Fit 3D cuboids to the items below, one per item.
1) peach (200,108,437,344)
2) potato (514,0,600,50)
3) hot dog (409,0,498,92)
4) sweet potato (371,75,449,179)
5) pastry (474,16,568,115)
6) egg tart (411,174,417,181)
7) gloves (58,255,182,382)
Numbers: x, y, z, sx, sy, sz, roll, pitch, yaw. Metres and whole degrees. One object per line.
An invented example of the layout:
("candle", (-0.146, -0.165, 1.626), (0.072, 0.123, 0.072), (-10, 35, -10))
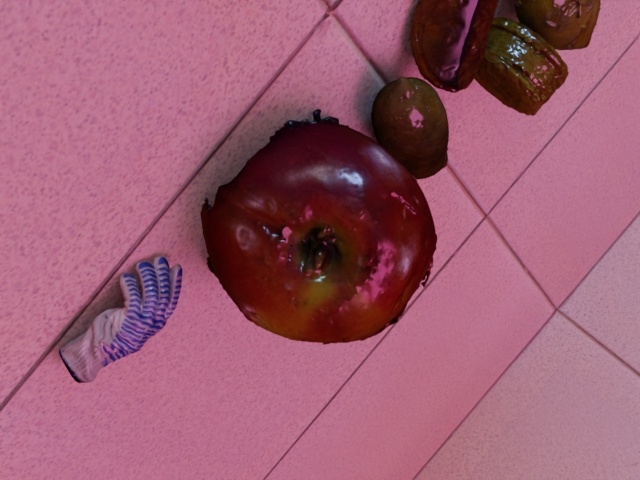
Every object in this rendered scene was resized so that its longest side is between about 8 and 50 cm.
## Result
("peach", (0.000, 0.000, 1.595), (0.339, 0.353, 0.416), (-41, -172, 2))
("potato", (0.429, -0.420, 1.814), (0.176, 0.141, 0.298), (-62, 151, 2))
("hot dog", (0.225, -0.354, 1.649), (0.160, 0.099, 0.227), (-18, 138, -45))
("sweet potato", (0.170, -0.179, 1.778), (0.130, 0.130, 0.422), (-49, 160, 1))
("pastry", (0.342, -0.308, 1.794), (0.103, 0.188, 0.189), (-51, 153, -2))
("egg tart", (0.107, -0.087, 1.806), (0.130, 0.052, 0.130), (0, 157, 0))
("gloves", (-0.290, 0.119, 1.521), (0.229, 0.097, 0.119), (-50, -177, -9))
